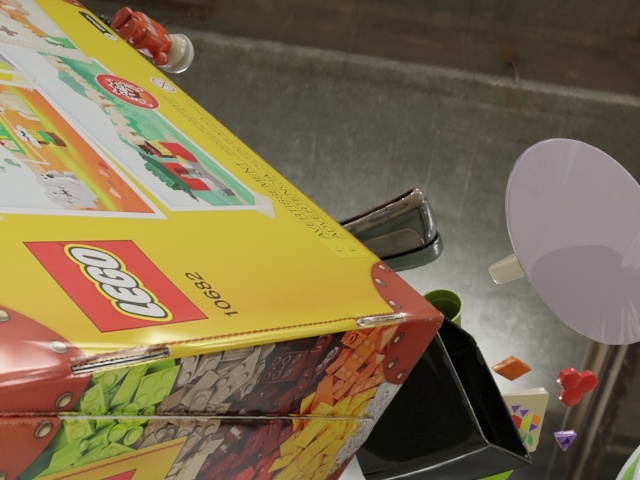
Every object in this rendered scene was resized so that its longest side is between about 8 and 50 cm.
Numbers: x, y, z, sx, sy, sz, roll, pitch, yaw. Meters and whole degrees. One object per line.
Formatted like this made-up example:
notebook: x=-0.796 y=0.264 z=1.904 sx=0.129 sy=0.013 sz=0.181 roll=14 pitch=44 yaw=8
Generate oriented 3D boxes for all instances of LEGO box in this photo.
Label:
LEGO box: x=-0.225 y=-0.015 z=0.588 sx=0.500 sy=0.372 sz=0.193 roll=42 pitch=-67 yaw=28

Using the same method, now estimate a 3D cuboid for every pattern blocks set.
pattern blocks set: x=0.339 y=0.340 z=1.672 sx=0.325 sy=0.026 sz=0.285 roll=7 pitch=-67 yaw=-19

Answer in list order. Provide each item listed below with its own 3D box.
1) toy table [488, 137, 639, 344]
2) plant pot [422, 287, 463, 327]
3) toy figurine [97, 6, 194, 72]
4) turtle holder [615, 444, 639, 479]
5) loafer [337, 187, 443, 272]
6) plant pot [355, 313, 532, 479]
toy table: x=0.343 y=-0.007 z=1.177 sx=0.252 sy=0.161 sz=0.274 roll=-18 pitch=-86 yaw=8
plant pot: x=0.207 y=0.138 z=1.513 sx=0.083 sy=0.083 sz=0.079 roll=-11 pitch=-48 yaw=12
toy figurine: x=-0.309 y=-0.233 z=1.332 sx=0.213 sy=0.148 sz=0.209 roll=7 pitch=-97 yaw=30
turtle holder: x=0.361 y=0.230 z=0.661 sx=0.243 sy=0.227 sz=0.320 roll=31 pitch=-27 yaw=-9
loafer: x=0.000 y=0.000 z=1.011 sx=0.268 sy=0.096 sz=0.084 roll=-11 pitch=-69 yaw=11
plant pot: x=0.128 y=0.216 z=1.117 sx=0.167 sy=0.187 sz=0.188 roll=-31 pitch=-31 yaw=15
